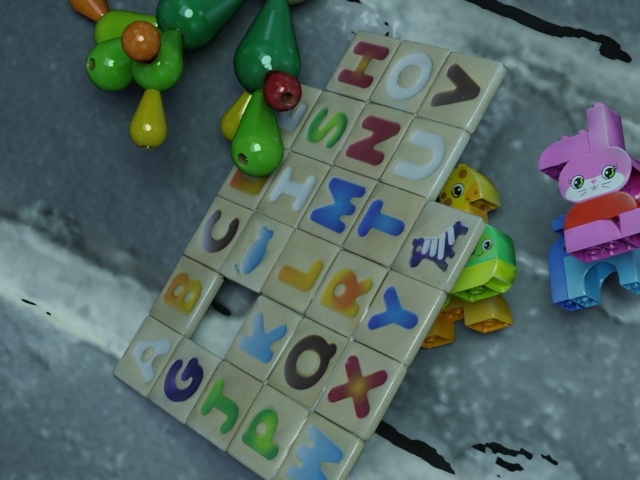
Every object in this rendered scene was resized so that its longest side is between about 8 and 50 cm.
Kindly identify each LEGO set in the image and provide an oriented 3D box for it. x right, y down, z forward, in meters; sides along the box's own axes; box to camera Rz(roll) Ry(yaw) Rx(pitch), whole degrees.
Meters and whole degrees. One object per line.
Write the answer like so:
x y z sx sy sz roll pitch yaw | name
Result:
0.084 -0.008 0.734 0.227 0.087 0.093 -18 63 34 | LEGO set

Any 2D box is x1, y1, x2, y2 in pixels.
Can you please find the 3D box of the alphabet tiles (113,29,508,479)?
0.000 0.000 0.736 0.198 0.009 0.237 23 82 50 | alphabet tiles

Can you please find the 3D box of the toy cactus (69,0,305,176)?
-0.057 -0.146 0.793 0.180 0.112 0.219 -30 61 -9 | toy cactus
